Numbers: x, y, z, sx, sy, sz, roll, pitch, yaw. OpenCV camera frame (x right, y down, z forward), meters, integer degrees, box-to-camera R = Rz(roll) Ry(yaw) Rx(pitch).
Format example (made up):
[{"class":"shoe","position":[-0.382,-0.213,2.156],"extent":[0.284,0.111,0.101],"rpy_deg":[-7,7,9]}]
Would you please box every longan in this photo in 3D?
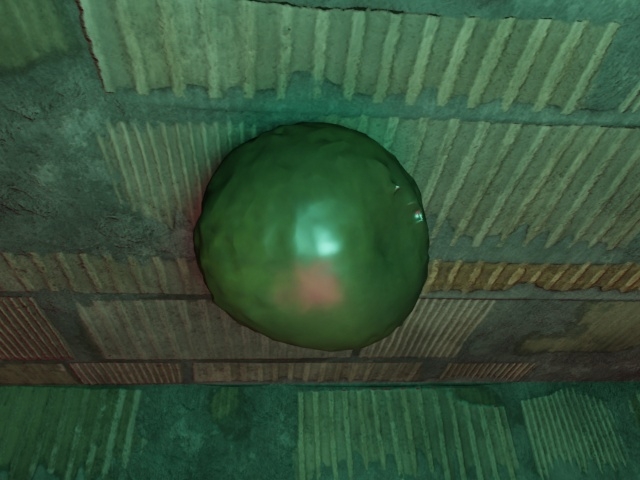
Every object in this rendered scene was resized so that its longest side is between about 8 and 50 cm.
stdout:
[{"class":"longan","position":[-0.001,-0.009,0.944],"extent":[0.435,0.404,0.404],"rpy_deg":[19,139,-16]}]
